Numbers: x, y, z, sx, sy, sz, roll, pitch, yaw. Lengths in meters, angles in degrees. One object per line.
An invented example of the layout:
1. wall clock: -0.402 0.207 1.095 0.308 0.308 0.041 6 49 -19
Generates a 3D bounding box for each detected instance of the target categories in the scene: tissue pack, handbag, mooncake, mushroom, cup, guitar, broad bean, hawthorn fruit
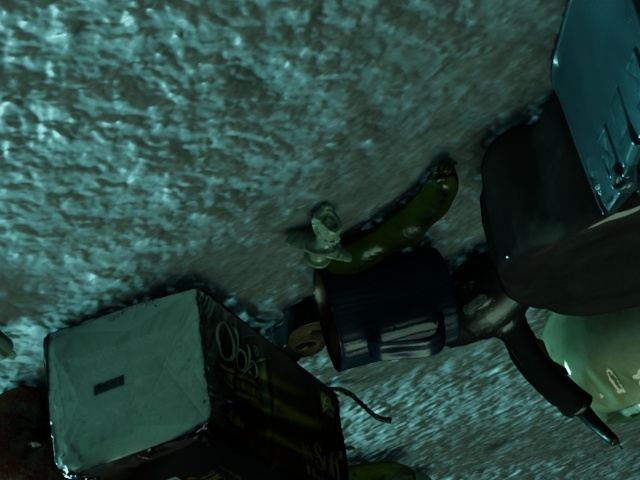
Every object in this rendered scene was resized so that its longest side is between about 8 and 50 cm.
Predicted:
1. tissue pack: -0.132 0.218 1.766 0.210 0.198 0.370 -16 149 20
2. handbag: 0.256 -0.135 1.291 0.062 0.179 0.229 -11 154 -7
3. mooncake: 0.295 -0.039 1.555 0.306 0.154 0.306 -12 155 -6
4. mushroom: 0.398 0.143 1.891 0.356 0.315 0.315 -56 147 4
5. cup: 0.077 0.087 1.712 0.138 0.150 0.113 -13 147 -9
6. guitar: -0.043 0.142 1.895 0.083 0.038 0.271 0 151 -28
7. broad bean: 0.081 -0.021 1.612 0.069 0.039 0.227 7 147 -29
8. hawthorn fruit: -0.341 0.259 1.842 0.169 0.169 0.188 -2 152 -26

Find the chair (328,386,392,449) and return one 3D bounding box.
1. chair: -0.046 0.251 2.084 0.213 0.149 0.174 36 145 -5

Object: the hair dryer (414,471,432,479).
1. hair dryer: 0.064 0.457 2.526 0.237 0.206 0.075 8 132 8

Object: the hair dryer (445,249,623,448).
1. hair dryer: 0.271 0.112 1.769 0.235 0.272 0.091 -38 178 26

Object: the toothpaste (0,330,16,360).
1. toothpaste: -0.360 0.087 1.609 0.048 0.029 0.197 -19 153 8

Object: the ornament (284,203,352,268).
1. ornament: 0.000 0.002 1.613 0.068 0.041 0.092 25 151 -23

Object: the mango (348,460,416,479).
1. mango: -0.010 0.427 2.413 0.329 0.176 0.176 -23 -173 -31
